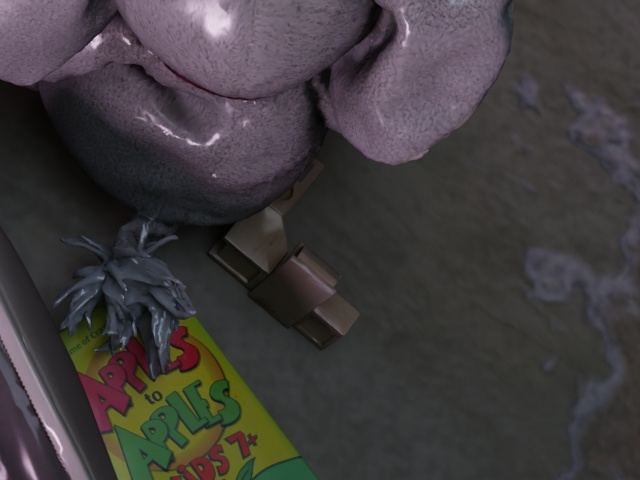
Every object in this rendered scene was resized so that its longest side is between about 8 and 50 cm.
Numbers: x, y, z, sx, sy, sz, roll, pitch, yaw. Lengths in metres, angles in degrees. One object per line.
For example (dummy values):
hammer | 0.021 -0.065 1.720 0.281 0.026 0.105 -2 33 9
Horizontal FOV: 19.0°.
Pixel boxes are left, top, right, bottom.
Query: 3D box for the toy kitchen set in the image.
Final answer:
toy kitchen set | 0.000 0.000 1.035 0.083 0.068 0.075 41 63 -5

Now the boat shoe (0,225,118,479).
boat shoe | -0.135 0.136 0.893 0.096 0.112 0.335 -25 94 1

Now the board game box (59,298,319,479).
board game box | -0.070 0.114 0.984 0.092 0.043 0.181 -37 89 -27

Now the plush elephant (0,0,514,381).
plush elephant | -0.049 -0.131 0.927 0.272 0.255 0.330 13 57 -16
